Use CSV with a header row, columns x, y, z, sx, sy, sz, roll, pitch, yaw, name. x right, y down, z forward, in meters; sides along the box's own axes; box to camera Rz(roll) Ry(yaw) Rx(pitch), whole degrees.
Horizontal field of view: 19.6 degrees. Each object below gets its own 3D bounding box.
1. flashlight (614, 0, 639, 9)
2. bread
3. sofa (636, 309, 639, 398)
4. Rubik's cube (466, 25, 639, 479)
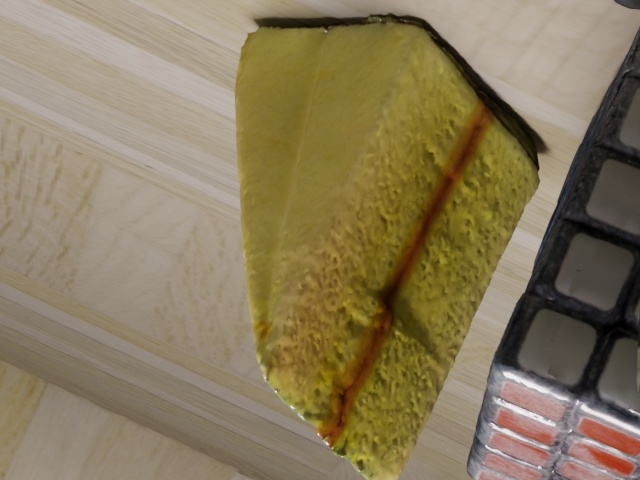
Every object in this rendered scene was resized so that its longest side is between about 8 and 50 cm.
x,y,z,sx,sy,sz,roll,pitch,yaw,name
0.205,-0.185,0.683,0.103,0.103,0.424,27,163,-8,flashlight
-0.001,0.003,1.173,0.163,0.264,0.167,4,147,42,bread
0.232,-0.014,0.797,0.176,0.210,0.225,5,172,7,sofa
0.232,0.045,1.042,0.238,0.237,0.237,21,163,6,Rubik's cube
